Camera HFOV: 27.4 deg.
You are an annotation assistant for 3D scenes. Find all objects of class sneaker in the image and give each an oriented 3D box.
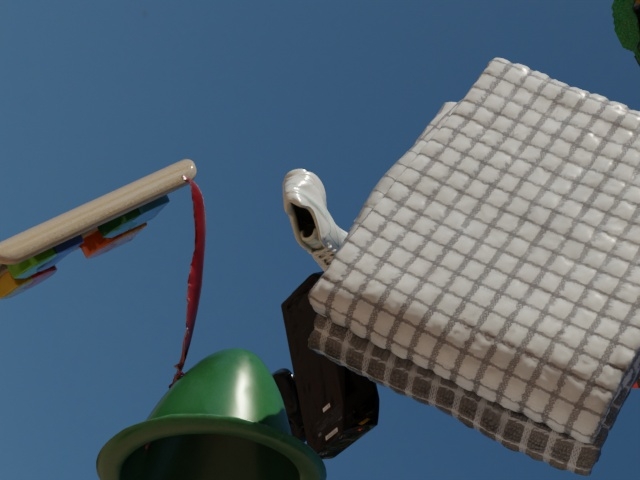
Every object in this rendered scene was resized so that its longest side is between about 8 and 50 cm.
[{"bbox_3d":[0.000,0.000,1.394,0.053,0.061,0.152,-23,-65,23],"label":"sneaker"}]

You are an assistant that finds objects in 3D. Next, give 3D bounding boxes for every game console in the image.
[{"bbox_3d":[-0.040,0.198,1.697,0.361,0.044,0.213,-45,-132,48],"label":"game console"}]

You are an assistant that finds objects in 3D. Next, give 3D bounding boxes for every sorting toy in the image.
[{"bbox_3d":[-0.216,0.001,1.142,0.038,0.193,0.208,63,-28,-1],"label":"sorting toy"}]

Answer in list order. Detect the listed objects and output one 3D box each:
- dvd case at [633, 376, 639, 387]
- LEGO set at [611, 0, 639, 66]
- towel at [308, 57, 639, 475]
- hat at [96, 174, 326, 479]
[{"bbox_3d":[0.367,0.146,1.666,0.119,0.013,0.087,-9,-79,49],"label":"dvd case"},{"bbox_3d":[0.444,-0.191,1.276,0.255,0.192,0.331,86,-15,-57],"label":"LEGO set"},{"bbox_3d":[0.155,0.013,0.984,0.235,0.284,0.121,24,-33,21],"label":"towel"},{"bbox_3d":[-0.076,0.103,1.034,0.208,0.173,0.184,-50,-150,46],"label":"hat"}]
